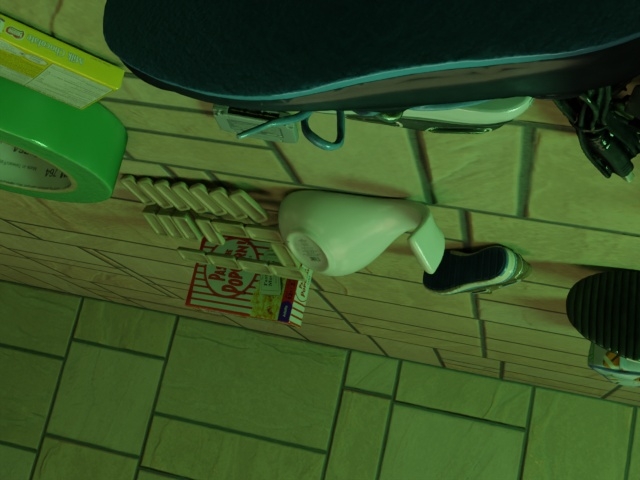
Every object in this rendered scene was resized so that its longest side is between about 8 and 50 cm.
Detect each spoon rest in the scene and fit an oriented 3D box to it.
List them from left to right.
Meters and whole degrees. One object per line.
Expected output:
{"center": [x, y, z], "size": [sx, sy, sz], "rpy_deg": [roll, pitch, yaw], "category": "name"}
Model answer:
{"center": [0.049, -0.008, 1.034], "size": [0.276, 0.084, 0.137], "rpy_deg": [3, 132, 50], "category": "spoon rest"}

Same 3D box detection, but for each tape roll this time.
{"center": [-0.391, -0.131, 0.962], "size": [0.321, 0.077, 0.321], "rpy_deg": [12, 167, 3], "category": "tape roll"}

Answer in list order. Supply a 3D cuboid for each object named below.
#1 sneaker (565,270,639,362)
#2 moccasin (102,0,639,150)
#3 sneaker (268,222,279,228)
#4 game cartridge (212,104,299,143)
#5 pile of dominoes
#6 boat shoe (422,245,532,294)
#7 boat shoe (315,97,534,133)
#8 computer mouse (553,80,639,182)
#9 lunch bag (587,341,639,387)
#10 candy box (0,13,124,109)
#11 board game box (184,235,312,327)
{"center": [0.491, 0.126, 1.102], "size": [0.331, 0.122, 0.146], "rpy_deg": [10, 165, 12], "category": "sneaker"}
{"center": [0.034, -0.113, 0.495], "size": [0.342, 0.137, 0.117], "rpy_deg": [9, 171, 21], "category": "moccasin"}
{"center": [0.000, 0.000, 1.163], "size": [0.084, 0.069, 0.186], "rpy_deg": [22, 163, -37], "category": "sneaker"}
{"center": [-0.064, -0.118, 0.835], "size": [0.083, 0.017, 0.056], "rpy_deg": [11, 164, 6], "category": "game cartridge"}
{"center": [-0.150, -0.030, 1.200], "size": [0.251, 0.040, 0.196], "rpy_deg": [8, 145, 29], "category": "pile of dominoes"}
{"center": [0.219, 0.051, 1.171], "size": [0.066, 0.066, 0.183], "rpy_deg": [18, 166, -29], "category": "boat shoe"}
{"center": [0.039, -0.119, 0.609], "size": [0.229, 0.080, 0.076], "rpy_deg": [5, 166, 0], "category": "boat shoe"}
{"center": [0.293, -0.071, 0.560], "size": [0.272, 0.072, 0.188], "rpy_deg": [5, 164, 32], "category": "computer mouse"}
{"center": [0.577, 0.181, 1.292], "size": [0.303, 0.114, 0.243], "rpy_deg": [3, 166, 35], "category": "lunch bag"}
{"center": [-0.296, -0.180, 0.767], "size": [0.206, 0.027, 0.105], "rpy_deg": [21, 167, -32], "category": "candy box"}
{"center": [-0.108, 0.051, 1.312], "size": [0.194, 0.146, 0.045], "rpy_deg": [6, 166, 26], "category": "board game box"}
